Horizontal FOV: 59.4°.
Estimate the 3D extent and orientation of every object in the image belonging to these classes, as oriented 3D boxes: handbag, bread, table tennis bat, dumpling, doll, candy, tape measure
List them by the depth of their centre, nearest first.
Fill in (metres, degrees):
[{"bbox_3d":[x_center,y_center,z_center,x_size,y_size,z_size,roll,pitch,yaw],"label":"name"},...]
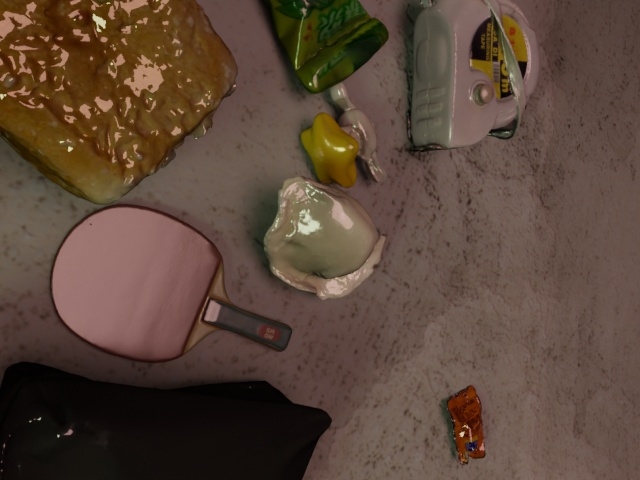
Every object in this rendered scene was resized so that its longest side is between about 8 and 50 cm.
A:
[{"bbox_3d":[-0.207,-0.159,0.470,0.195,0.176,0.246,-49,131,-13],"label":"bread"},{"bbox_3d":[-0.156,0.272,0.527,0.342,0.152,0.287,20,84,-44],"label":"handbag"},{"bbox_3d":[-0.146,0.064,0.605,0.274,0.021,0.154,28,75,-30],"label":"table tennis bat"},{"bbox_3d":[-0.022,-0.309,0.657,0.149,0.069,0.246,-40,117,-22],"label":"candy"},{"bbox_3d":[0.000,0.000,0.661,0.127,0.108,0.188,-48,134,4],"label":"dumpling"},{"bbox_3d":[0.034,-0.134,0.703,0.113,0.072,0.135,-10,92,-42],"label":"doll"},{"bbox_3d":[0.220,-0.245,0.792,0.197,0.120,0.236,-5,98,-29],"label":"tape measure"}]

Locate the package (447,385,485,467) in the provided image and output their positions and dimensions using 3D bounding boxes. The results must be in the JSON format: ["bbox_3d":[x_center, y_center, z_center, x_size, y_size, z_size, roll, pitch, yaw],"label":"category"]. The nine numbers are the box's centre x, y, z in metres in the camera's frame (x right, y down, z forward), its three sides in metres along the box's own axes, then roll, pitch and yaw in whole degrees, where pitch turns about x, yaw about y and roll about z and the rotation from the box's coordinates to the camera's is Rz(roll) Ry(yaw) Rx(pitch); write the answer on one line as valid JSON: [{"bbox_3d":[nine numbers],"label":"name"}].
[{"bbox_3d":[0.224,0.285,0.855,0.077,0.033,0.110,-9,91,-25],"label":"package"}]
